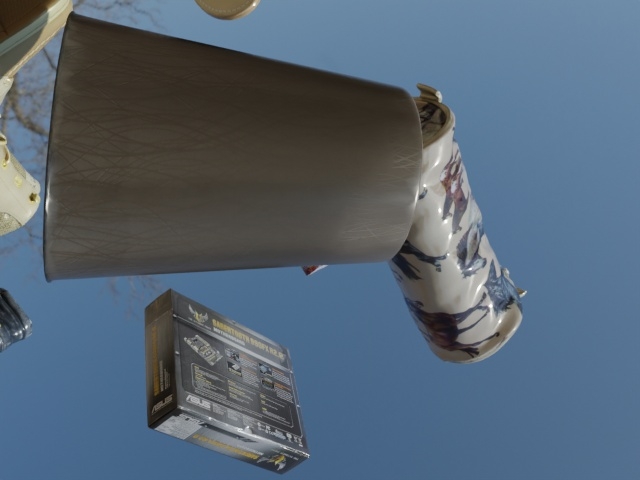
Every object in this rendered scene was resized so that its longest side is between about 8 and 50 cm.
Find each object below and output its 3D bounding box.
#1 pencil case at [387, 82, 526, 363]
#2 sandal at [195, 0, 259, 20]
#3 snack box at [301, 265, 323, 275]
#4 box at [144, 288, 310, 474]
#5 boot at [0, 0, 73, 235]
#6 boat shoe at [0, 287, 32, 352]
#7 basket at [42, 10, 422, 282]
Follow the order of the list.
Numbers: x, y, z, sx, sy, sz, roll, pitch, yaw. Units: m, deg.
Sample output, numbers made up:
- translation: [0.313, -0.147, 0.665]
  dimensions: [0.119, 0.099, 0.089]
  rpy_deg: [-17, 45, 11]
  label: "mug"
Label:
- translation: [0.176, -0.017, 1.106]
  dimensions: [0.160, 0.410, 0.183]
  rpy_deg: [12, -133, 47]
  label: "pencil case"
- translation: [-0.122, -0.341, 0.788]
  dimensions: [0.088, 0.079, 0.240]
  rpy_deg: [-20, -122, 13]
  label: "sandal"
- translation: [0.000, 0.000, 1.483]
  dimensions: [0.141, 0.100, 0.037]
  rpy_deg: [-26, 171, -47]
  label: "snack box"
- translation: [-0.123, 0.187, 0.969]
  dimensions: [0.056, 0.231, 0.183]
  rpy_deg: [-38, -137, 21]
  label: "box"
- translation: [-0.301, -0.107, 0.665]
  dimensions: [0.262, 0.203, 0.095]
  rpy_deg: [-42, -116, -8]
  label: "boot"
- translation: [-0.393, 0.064, 0.780]
  dimensions: [0.183, 0.065, 0.083]
  rpy_deg: [35, -147, 15]
  label: "boat shoe"
- translation: [-0.059, -0.056, 0.508]
  dimensions: [0.226, 0.154, 0.204]
  rpy_deg: [4, -140, -16]
  label: "basket"
